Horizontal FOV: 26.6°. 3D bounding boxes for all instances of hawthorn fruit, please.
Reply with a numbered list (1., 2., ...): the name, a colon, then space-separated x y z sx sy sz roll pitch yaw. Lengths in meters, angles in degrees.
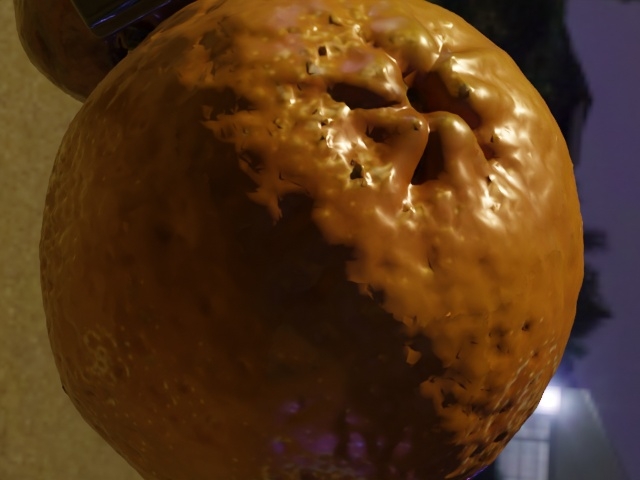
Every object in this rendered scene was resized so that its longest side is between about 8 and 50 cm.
1. hawthorn fruit: -0.214 -0.315 1.744 0.403 0.403 0.402 3 90 -84

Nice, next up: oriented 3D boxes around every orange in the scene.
1. orange: 0.000 0.000 0.827 0.293 0.341 0.340 125 -22 -52

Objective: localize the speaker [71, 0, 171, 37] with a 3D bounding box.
1. speaker: -0.129 -0.311 1.232 0.153 0.231 0.192 59 26 -13
